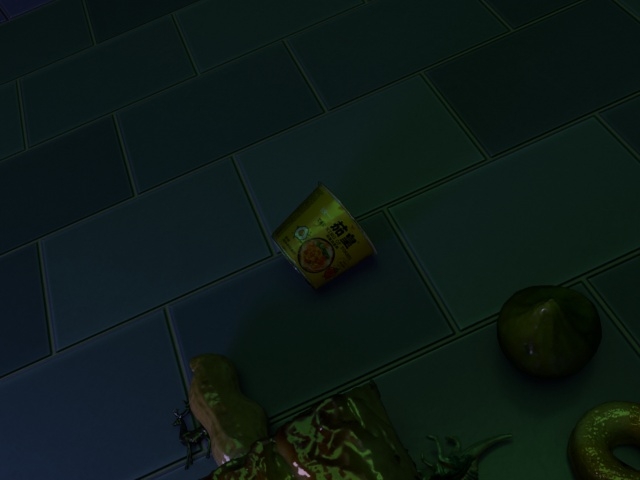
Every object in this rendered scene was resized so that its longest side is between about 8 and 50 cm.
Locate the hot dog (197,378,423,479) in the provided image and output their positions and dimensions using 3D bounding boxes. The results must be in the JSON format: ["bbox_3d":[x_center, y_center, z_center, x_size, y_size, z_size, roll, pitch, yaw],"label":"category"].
[{"bbox_3d":[0.019,0.455,0.940,0.367,0.196,0.365,-33,58,0],"label":"hot dog"}]

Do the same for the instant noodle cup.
[{"bbox_3d":[0.000,0.000,1.284,0.144,0.182,0.182,-39,55,-2],"label":"instant noodle cup"}]

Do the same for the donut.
[{"bbox_3d":[0.469,0.322,0.983,0.174,0.075,0.190,-34,54,-9],"label":"donut"}]

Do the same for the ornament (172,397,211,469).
[{"bbox_3d":[-0.226,0.340,1.187,0.073,0.028,0.125,-23,55,-1],"label":"ornament"}]

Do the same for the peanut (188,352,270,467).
[{"bbox_3d":[-0.163,0.299,1.151,0.101,0.117,0.263,-57,49,18],"label":"peanut"}]

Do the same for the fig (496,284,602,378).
[{"bbox_3d":[0.368,0.151,1.060,0.167,0.233,0.167,2,98,14],"label":"fig"}]

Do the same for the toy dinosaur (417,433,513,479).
[{"bbox_3d":[0.216,0.364,1.048,0.187,0.044,0.106,-1,68,-1],"label":"toy dinosaur"}]
